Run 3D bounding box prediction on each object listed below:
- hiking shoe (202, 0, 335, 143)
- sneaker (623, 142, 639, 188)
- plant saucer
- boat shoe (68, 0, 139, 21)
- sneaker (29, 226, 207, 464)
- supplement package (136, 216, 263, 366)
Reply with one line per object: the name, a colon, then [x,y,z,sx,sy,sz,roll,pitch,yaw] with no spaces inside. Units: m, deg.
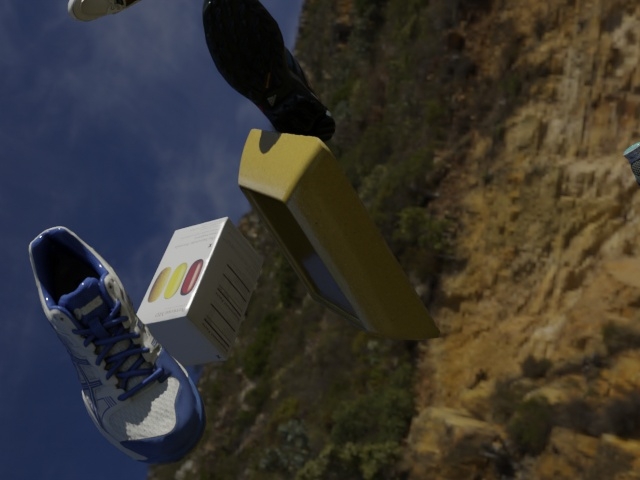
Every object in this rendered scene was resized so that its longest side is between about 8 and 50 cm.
hiking shoe: [-0.094,-0.270,1.446,0.304,0.113,0.132,56,-177,-32]
sneaker: [0.494,-0.091,1.293,0.065,0.166,0.076,136,132,-60]
plant saucer: [0.000,0.000,1.372,0.081,0.333,0.333,-36,-71,-12]
boat shoe: [-0.229,-0.264,1.020,0.100,0.035,0.035,-32,-57,-42]
sneaker: [-0.231,0.109,0.986,0.112,0.296,0.131,-36,-31,-14]
supplement package: [-0.224,0.098,1.737,0.134,0.139,0.244,53,-143,-34]
